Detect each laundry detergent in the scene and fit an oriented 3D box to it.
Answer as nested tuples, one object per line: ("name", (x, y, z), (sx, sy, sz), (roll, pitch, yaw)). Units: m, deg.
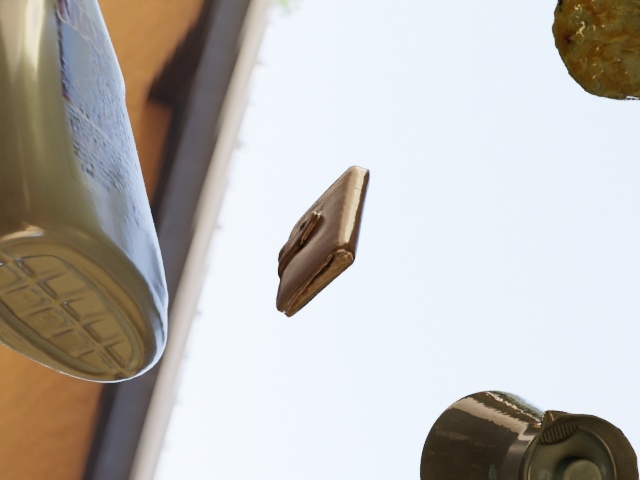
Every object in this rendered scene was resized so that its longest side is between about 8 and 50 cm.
("laundry detergent", (-0.215, -0.110, 1.471), (0.264, 0.125, 0.397), (52, 22, -57))

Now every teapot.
("teapot", (0.217, 0.255, 1.968), (0.225, 0.171, 0.203), (-8, -83, 68))

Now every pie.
("pie", (0.355, -0.254, 2.280), (0.041, 0.187, 0.187), (-18, 141, -51))

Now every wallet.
("wallet", (0.000, 0.000, 1.859), (0.118, 0.039, 0.152), (-46, -160, 30))
